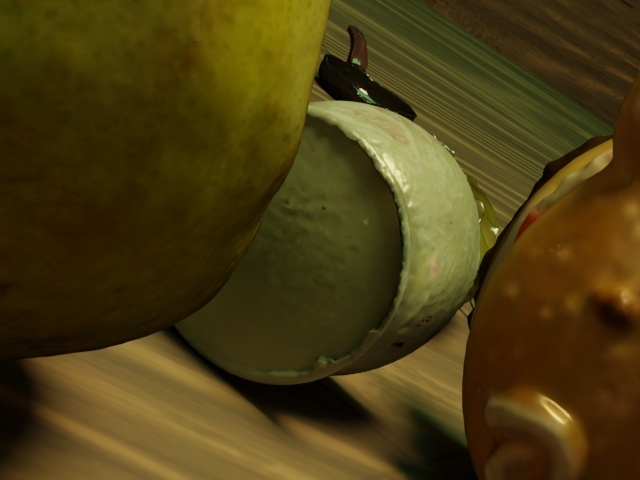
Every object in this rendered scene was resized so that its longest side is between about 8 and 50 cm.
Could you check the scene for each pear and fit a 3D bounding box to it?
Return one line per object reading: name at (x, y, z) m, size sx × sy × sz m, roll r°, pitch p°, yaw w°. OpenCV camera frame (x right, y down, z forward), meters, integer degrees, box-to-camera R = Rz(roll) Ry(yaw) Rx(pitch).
pear at (-0.136, -0.105, 0.682) m, size 0.304 × 0.304 × 0.304 m, roll 34°, pitch 12°, yaw -9°

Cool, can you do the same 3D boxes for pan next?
pan at (0.040, -0.175, 1.964) m, size 0.115 × 0.040 × 0.212 m, roll 30°, pitch 21°, yaw -21°

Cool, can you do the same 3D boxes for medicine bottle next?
medicine bottle at (0.000, 0.000, 0.970) m, size 0.147 × 0.147 × 0.143 m, roll 39°, pitch 16°, yaw 15°

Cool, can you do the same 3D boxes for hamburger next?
hamburger at (0.207, 0.052, 0.984) m, size 0.261 × 0.302 × 0.186 m, roll 17°, pitch 7°, yaw 7°

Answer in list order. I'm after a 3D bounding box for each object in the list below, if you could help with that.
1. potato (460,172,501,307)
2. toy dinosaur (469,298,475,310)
potato at (0.073, -0.003, 1.306) m, size 0.117 × 0.090 × 0.225 m, roll 21°, pitch 15°, yaw 2°
toy dinosaur at (0.078, 0.003, 1.435) m, size 0.058 × 0.037 × 0.180 m, roll -15°, pitch 40°, yaw -44°
